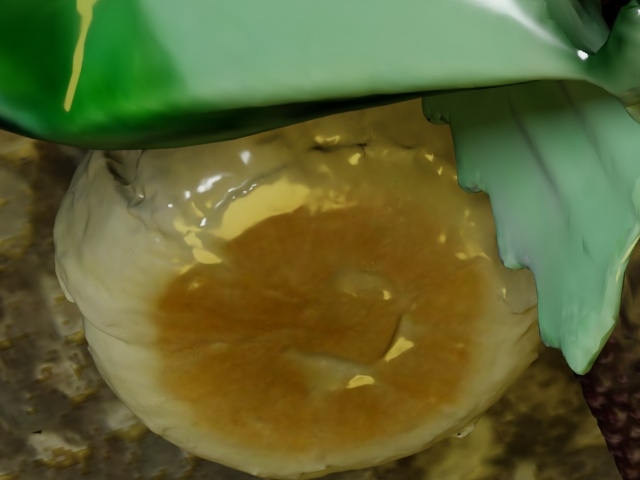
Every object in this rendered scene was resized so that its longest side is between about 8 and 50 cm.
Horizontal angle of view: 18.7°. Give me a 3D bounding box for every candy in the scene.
[{"bbox_3d":[-0.139,-0.118,0.384,0.398,0.263,0.172,7,122,-13],"label":"candy"}]

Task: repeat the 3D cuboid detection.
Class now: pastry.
[{"bbox_3d":[0.000,0.000,0.609,0.166,0.088,0.166,-5,131,-6],"label":"pastry"}]

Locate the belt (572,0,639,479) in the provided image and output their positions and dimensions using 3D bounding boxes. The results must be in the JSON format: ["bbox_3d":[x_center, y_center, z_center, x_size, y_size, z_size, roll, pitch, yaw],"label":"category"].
[{"bbox_3d":[0.162,0.017,0.576,0.164,0.184,0.289,-16,130,18],"label":"belt"}]
